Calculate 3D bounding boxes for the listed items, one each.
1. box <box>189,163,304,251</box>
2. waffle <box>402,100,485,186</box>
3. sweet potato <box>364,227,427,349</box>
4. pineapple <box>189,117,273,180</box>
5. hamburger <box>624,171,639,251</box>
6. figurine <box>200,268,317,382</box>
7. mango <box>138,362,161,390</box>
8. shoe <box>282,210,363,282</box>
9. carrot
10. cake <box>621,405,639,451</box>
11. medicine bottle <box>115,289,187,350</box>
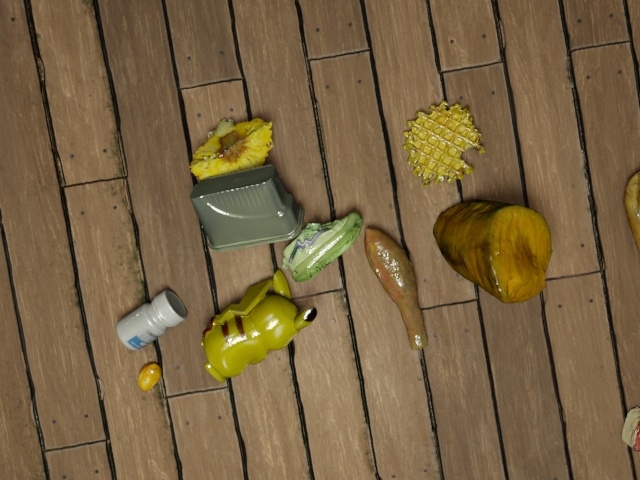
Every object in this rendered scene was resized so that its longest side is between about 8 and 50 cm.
[{"bbox_3d":[-0.194,-0.085,1.177,0.274,0.138,0.178,-12,127,10],"label":"box"},{"bbox_3d":[0.354,-0.280,1.280,0.229,0.051,0.231,-19,91,2],"label":"waffle"},{"bbox_3d":[0.228,0.132,1.260,0.109,0.109,0.385,-26,92,0],"label":"sweet potato"},{"bbox_3d":[-0.253,-0.250,1.255,0.250,0.139,0.164,-38,48,-11],"label":"pineapple"},{"bbox_3d":[1.018,-0.075,1.231,0.284,0.174,0.304,-17,91,-3],"label":"hamburger"},{"bbox_3d":[-0.178,0.233,1.227,0.327,0.218,0.169,-25,132,-7],"label":"figurine"},{"bbox_3d":[-0.493,0.394,1.277,0.060,0.046,0.089,23,95,-2],"label":"mango"},{"bbox_3d":[0.005,0.005,1.232,0.128,0.140,0.262,45,87,3],"label":"shoe"},{"bbox_3d":[0.468,0.016,1.168,0.242,0.340,0.241,-3,104,-13],"label":"carrot"},{"bbox_3d":[0.997,0.552,1.287,0.221,0.086,0.116,7,93,0],"label":"cake"},{"bbox_3d":[-0.473,0.224,1.245,0.168,0.105,0.105,-34,91,0],"label":"medicine bottle"}]
